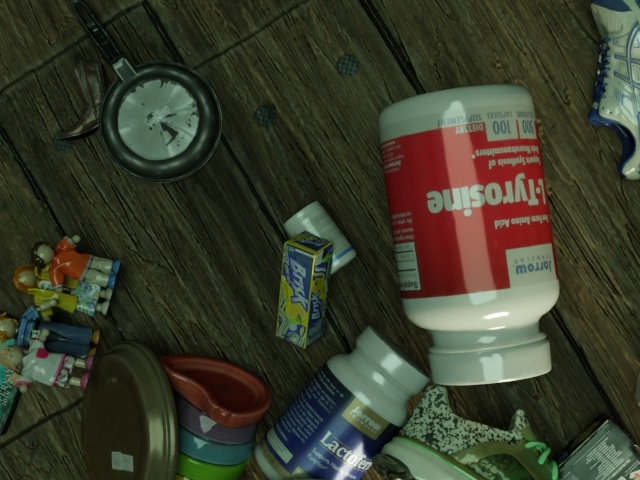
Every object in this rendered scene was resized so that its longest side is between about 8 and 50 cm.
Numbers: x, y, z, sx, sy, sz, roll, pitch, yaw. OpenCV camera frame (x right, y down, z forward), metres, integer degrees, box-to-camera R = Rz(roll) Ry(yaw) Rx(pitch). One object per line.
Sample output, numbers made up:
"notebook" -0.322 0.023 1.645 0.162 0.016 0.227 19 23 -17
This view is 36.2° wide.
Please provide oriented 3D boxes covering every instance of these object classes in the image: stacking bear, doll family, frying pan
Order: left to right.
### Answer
"doll family" -0.423 0.122 1.535 0.163 0.118 0.263 15 67 -11
"frying pan" -0.270 -0.254 1.561 0.197 0.053 0.326 -13 89 -4
"stacking bear" -0.196 0.340 1.505 0.175 0.164 0.289 30 105 30

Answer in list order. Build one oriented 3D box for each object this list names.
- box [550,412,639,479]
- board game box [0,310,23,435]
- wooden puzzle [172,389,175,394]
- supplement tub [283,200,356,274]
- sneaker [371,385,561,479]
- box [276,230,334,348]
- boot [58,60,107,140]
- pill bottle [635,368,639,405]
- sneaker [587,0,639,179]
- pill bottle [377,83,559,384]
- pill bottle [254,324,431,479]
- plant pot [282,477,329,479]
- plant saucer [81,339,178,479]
"box" 0.429 0.466 1.473 0.293 0.073 0.295 45 94 4
"board game box" -0.543 0.210 1.608 0.126 0.026 0.186 22 92 6
"wooden puzzle" -0.256 0.259 1.582 0.079 0.014 0.116 6 90 11
"supplement tub" 0.000 0.000 1.525 0.071 0.071 0.107 -36 86 5
"sneaker" 0.290 0.332 1.396 0.410 0.158 0.182 26 72 0
"box" -0.024 0.075 1.493 0.059 0.054 0.169 22 121 27
"boot" -0.390 -0.227 1.586 0.106 0.037 0.114 -20 91 -7
"pill bottle" 0.618 0.217 1.407 0.283 0.161 0.161 21 92 6
"sneaker" 0.450 -0.233 1.454 0.131 0.112 0.296 -23 87 6
"pill bottle" 0.219 -0.006 1.420 0.229 0.229 0.407 -8 89 6
"pill bottle" 0.036 0.267 1.478 0.153 0.153 0.264 39 94 5
"plant pot" -0.024 0.572 1.360 0.341 0.341 0.334 6 130 7
"plant saucer" -0.297 0.289 1.481 0.041 0.278 0.277 1 88 -38
